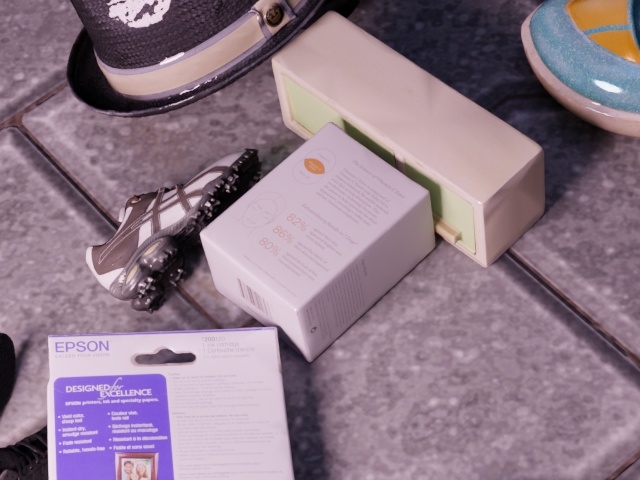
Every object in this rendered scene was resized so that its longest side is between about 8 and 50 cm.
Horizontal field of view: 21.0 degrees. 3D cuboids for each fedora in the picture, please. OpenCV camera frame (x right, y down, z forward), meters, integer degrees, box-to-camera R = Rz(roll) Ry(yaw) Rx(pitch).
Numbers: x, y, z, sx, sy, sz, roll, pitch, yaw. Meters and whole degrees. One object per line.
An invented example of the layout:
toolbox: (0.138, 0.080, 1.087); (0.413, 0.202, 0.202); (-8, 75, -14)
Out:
fedora: (-0.137, -0.280, 1.696); (0.334, 0.152, 0.334); (-20, 39, 17)

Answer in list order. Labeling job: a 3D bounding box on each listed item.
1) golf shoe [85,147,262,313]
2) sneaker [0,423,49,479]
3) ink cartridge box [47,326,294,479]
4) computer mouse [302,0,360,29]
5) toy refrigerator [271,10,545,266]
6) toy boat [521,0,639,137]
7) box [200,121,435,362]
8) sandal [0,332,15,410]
golf shoe: (-0.138, -0.028, 1.617); (0.094, 0.077, 0.198); (31, 63, 27)
sneaker: (-0.266, 0.198, 1.463); (0.051, 0.089, 0.170); (32, 65, 27)
ink cartridge box: (-0.127, 0.172, 1.466); (0.206, 0.045, 0.208); (-1, 54, -9)
computer mouse: (0.049, -0.288, 1.792); (0.184, 0.060, 0.262); (1, 43, 14)
toy refrigerator: (0.078, -0.096, 1.619); (0.269, 0.102, 0.094); (36, 66, 28)
toy boat: (0.335, -0.242, 1.660); (0.267, 0.148, 0.318); (7, 56, 13)
box: (0.000, 0.000, 1.567); (0.170, 0.091, 0.130); (-41, 59, -20)
sandal: (-0.319, 0.155, 1.519); (0.040, 0.067, 0.179); (5, 57, 25)
